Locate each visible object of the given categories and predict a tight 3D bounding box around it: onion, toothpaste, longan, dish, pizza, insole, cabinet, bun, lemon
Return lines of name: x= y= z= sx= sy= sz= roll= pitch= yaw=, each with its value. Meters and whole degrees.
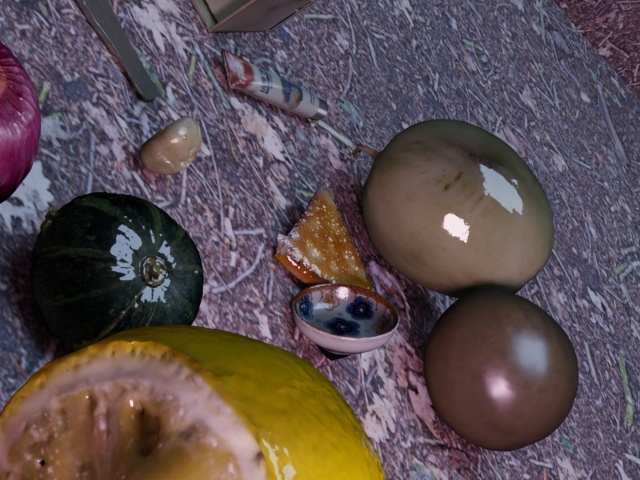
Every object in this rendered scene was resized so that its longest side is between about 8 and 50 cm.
onion: x=-0.358 y=-0.106 z=1.535 sx=0.207 sy=0.200 sz=0.201 roll=53 pitch=12 yaw=-74
toothpaste: x=-0.069 y=-0.221 z=2.402 sx=0.239 sy=0.039 sz=0.062 roll=18 pitch=53 yaw=-53
longan: x=0.260 y=0.181 z=2.349 sx=0.248 sy=0.248 sz=0.248 roll=44 pitch=27 yaw=-30
dish: x=0.028 y=0.123 z=2.140 sx=0.141 sy=0.078 sz=0.141 roll=7 pitch=27 yaw=-4
pizza: x=0.000 y=0.000 z=2.258 sx=0.185 sy=0.052 sz=0.195 roll=33 pitch=38 yaw=-32
insole: x=-0.264 y=-0.260 z=2.094 sx=0.192 sy=0.010 sz=0.063 roll=59 pitch=24 yaw=-1
cabinet: x=-0.100 y=-0.405 z=2.424 sx=0.150 sy=0.145 sz=0.206 roll=62 pitch=24 yaw=4
bun: x=-0.177 y=-0.112 z=1.999 sx=0.055 sy=0.086 sz=0.086 roll=52 pitch=24 yaw=-1
lemon: x=-0.097 y=0.244 z=1.415 sx=0.364 sy=0.364 sz=0.364 roll=44 pitch=27 yaw=-30

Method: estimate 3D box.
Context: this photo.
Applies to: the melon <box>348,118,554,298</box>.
melon: x=0.201 y=-0.046 z=2.440 sx=0.308 sy=0.272 sz=0.272 roll=21 pitch=35 yaw=-13

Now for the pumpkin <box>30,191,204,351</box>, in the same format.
pumpkin: x=-0.208 y=0.039 z=1.679 sx=0.190 sy=0.146 sz=0.190 roll=0 pitch=91 yaw=-54
